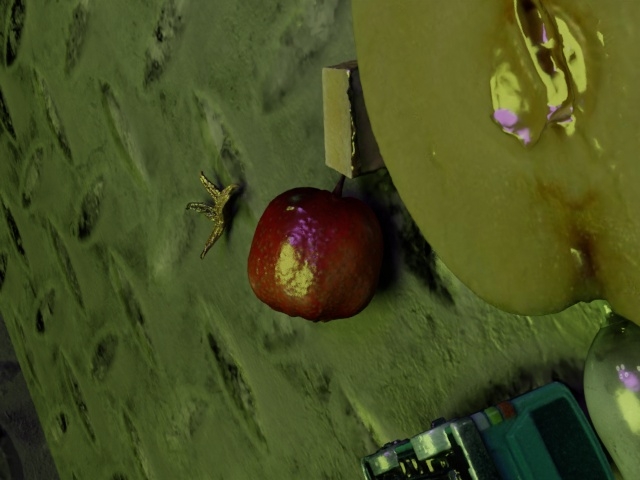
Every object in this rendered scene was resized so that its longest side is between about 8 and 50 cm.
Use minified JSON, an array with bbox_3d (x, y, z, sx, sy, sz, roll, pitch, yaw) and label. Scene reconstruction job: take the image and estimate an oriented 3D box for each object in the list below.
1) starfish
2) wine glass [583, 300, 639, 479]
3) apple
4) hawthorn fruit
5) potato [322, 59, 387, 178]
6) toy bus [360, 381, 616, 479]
[{"bbox_3d":[-0.160,-0.035,1.107,0.133,0.041,0.130,22,109,53],"label":"starfish"},{"bbox_3d":[0.260,0.120,0.592,0.093,0.093,0.202,-32,74,50],"label":"wine glass"},{"bbox_3d":[0.169,-0.122,0.491,0.312,0.320,0.360,-14,96,13],"label":"apple"},{"bbox_3d":[0.000,0.000,0.847,0.157,0.157,0.193,23,99,46],"label":"hawthorn fruit"},{"bbox_3d":[0.045,-0.137,0.794,0.061,0.086,0.122,17,119,45],"label":"potato"},{"bbox_3d":[0.144,0.226,0.686,0.128,0.147,0.256,67,158,16],"label":"toy bus"}]
